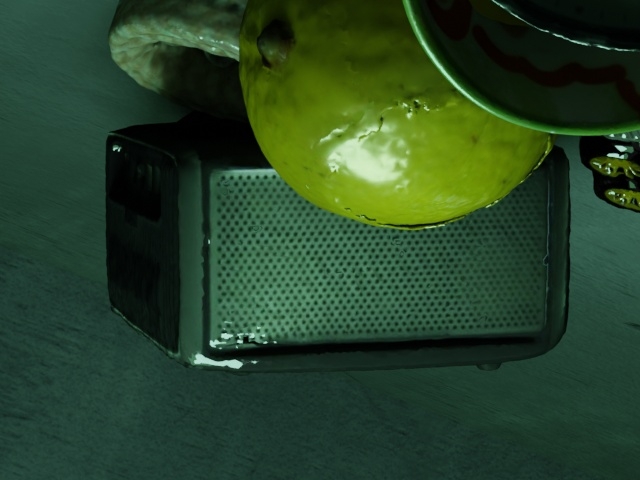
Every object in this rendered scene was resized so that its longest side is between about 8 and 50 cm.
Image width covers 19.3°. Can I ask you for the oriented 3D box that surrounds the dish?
[{"bbox_3d":[0.190,-0.240,1.272,0.324,0.324,0.124,26,-159,-28],"label":"dish"}]

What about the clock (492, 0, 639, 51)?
[{"bbox_3d":[0.190,-0.262,1.095,0.313,0.312,0.061,16,-158,4],"label":"clock"}]

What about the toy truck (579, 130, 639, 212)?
[{"bbox_3d":[0.322,-0.148,1.545,0.254,0.180,0.405,8,163,22],"label":"toy truck"}]

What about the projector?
[{"bbox_3d":[0.000,0.000,1.950,0.405,0.242,0.395,-2,-171,-18],"label":"projector"}]

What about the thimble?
[{"bbox_3d":[-0.082,-0.214,1.832,0.229,0.148,0.196,12,162,11],"label":"thimble"}]

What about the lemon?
[{"bbox_3d":[0.073,-0.149,1.629,0.297,0.297,0.297,16,165,4],"label":"lemon"}]

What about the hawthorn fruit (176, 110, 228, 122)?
[{"bbox_3d":[-0.101,-0.028,2.275,0.295,0.295,0.311,9,160,28],"label":"hawthorn fruit"}]
